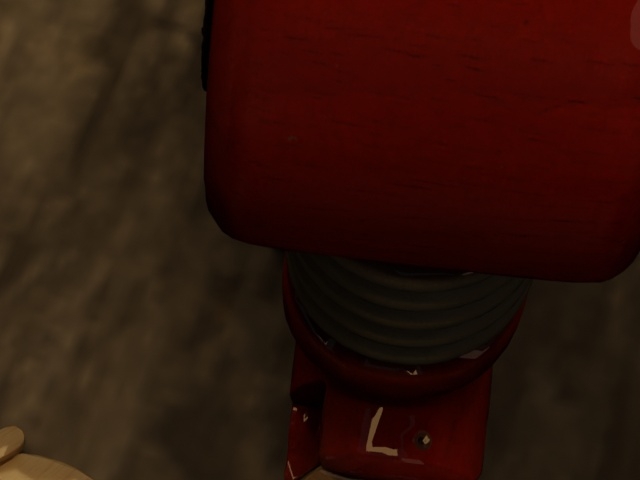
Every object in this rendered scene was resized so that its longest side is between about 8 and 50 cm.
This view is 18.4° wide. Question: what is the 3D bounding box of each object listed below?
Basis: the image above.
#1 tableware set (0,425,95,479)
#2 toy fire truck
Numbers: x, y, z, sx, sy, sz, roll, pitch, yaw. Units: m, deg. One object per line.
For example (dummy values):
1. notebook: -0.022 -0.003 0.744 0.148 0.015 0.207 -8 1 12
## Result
1. tableware set: -0.134 0.072 0.475 0.141 0.020 0.169 -38 68 -23
2. toy fire truck: 0.000 0.000 0.421 0.158 0.217 0.246 6 69 1
